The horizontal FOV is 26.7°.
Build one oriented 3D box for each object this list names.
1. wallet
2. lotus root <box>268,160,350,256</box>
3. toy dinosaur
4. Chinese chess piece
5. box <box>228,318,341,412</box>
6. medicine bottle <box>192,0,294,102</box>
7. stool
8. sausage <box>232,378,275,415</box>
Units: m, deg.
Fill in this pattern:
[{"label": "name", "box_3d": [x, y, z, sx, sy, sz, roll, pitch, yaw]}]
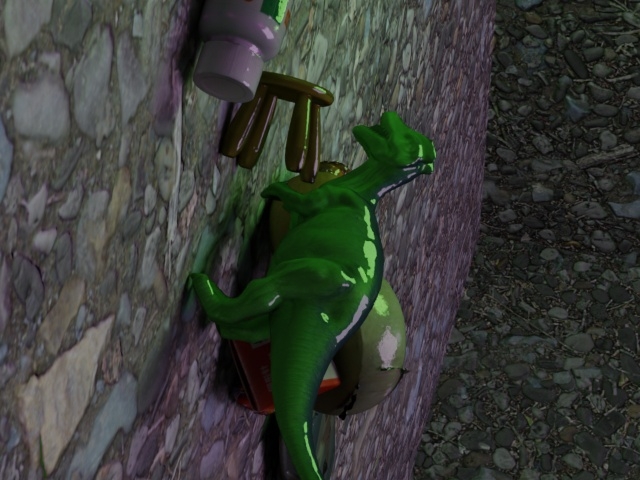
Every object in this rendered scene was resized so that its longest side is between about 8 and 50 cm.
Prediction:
[{"label": "wallet", "box_3d": [-0.020, 0.335, 2.237, 0.360, 0.083, 0.252, 87, 13, -46]}, {"label": "lotus root", "box_3d": [-0.001, 0.003, 1.827, 0.146, 0.131, 0.303, 56, 17, -34]}, {"label": "toy dinosaur", "box_3d": [0.060, 0.074, 1.585, 0.375, 0.500, 0.144, -27, 141, -13]}, {"label": "Chinese chess piece", "box_3d": [0.028, 0.143, 1.949, 0.092, 0.238, 0.237, -2, 106, -38]}, {"label": "box", "box_3d": [-0.051, 0.155, 1.812, 0.182, 0.099, 0.133, 13, 55, -78]}, {"label": "medicine bottle", "box_3d": [-0.069, -0.276, 1.440, 0.095, 0.095, 0.260, 70, 32, -67]}, {"label": "stool", "box_3d": [-0.049, -0.137, 1.618, 0.134, 0.135, 0.110, 18, 84, -33]}, {"label": "sausage", "box_3d": [-0.092, 0.214, 1.878, 0.050, 0.048, 0.145, -39, 162, -1]}]
